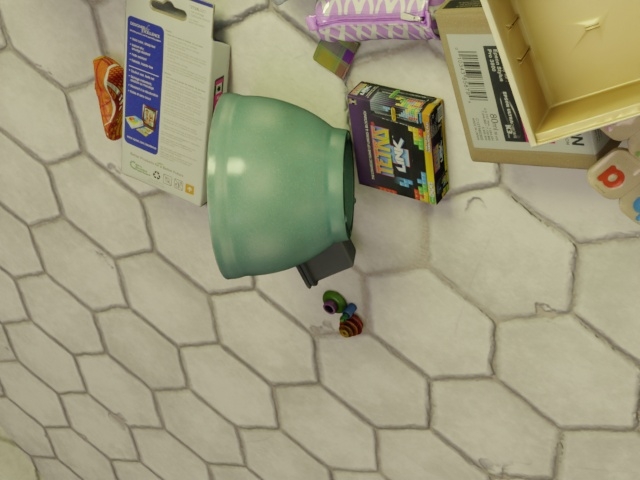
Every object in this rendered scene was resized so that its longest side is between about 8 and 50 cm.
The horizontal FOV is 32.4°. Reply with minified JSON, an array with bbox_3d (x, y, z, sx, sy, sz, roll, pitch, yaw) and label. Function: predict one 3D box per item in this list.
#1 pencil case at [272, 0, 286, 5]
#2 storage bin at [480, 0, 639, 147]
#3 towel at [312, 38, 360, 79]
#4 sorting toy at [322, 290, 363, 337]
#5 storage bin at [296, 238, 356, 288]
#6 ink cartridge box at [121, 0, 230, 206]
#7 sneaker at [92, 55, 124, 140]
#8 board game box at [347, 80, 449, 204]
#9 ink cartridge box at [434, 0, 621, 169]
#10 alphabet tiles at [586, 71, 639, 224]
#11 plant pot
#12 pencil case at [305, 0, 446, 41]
[{"bbox_3d":[-0.087,-0.452,1.483,0.124,0.113,0.273,-28,107,41],"label":"pencil case"},{"bbox_3d":[0.322,-0.274,1.206,0.260,0.123,0.262,-16,105,25],"label":"storage bin"},{"bbox_3d":[0.023,-0.282,1.641,0.060,0.009,0.083,37,142,7],"label":"towel"},{"bbox_3d":[0.037,0.140,2.023,0.102,0.042,0.061,47,143,-8],"label":"sorting toy"},{"bbox_3d":[0.000,0.000,1.888,0.091,0.098,0.135,-17,118,18],"label":"storage bin"},{"bbox_3d":[-0.243,-0.249,1.827,0.176,0.069,0.370,23,128,22],"label":"ink cartridge box"},{"bbox_3d":[-0.374,-0.257,1.985,0.067,0.064,0.175,42,143,33],"label":"sneaker"},{"bbox_3d":[0.118,-0.147,1.662,0.141,0.048,0.170,16,136,28],"label":"board game box"},{"bbox_3d":[0.272,-0.213,1.429,0.193,0.088,0.234,8,131,38],"label":"ink cartridge box"},{"bbox_3d":[0.479,-0.110,1.342,0.284,0.021,0.278,37,128,-11],"label":"alphabet tiles"},{"bbox_3d":[-0.049,-0.086,1.712,0.196,0.293,0.293,-1,132,7],"label":"plant pot"},{"bbox_3d":[0.087,-0.308,1.495,0.206,0.088,0.086,6,128,39],"label":"pencil case"}]
